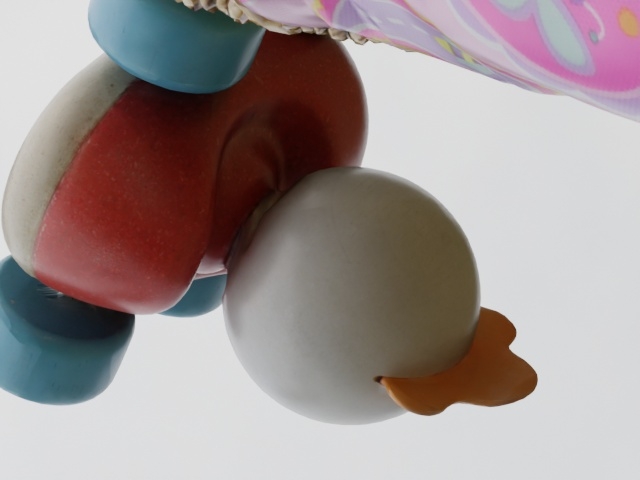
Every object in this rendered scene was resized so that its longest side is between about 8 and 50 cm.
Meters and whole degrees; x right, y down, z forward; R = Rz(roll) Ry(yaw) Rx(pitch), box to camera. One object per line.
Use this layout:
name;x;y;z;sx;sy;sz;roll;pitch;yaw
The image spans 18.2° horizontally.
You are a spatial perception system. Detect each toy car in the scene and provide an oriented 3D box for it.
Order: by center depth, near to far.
toy car;0.000;0.000;0.895;0.238;0.219;0.210;35;-148;13

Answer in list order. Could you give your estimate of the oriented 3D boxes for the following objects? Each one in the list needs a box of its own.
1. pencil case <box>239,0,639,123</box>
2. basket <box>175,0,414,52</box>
pencil case;0.085;-0.076;0.408;0.124;0.284;0.124;-15;-64;-34
basket;-0.024;-0.204;0.683;0.223;0.299;0.213;-35;-42;-63
